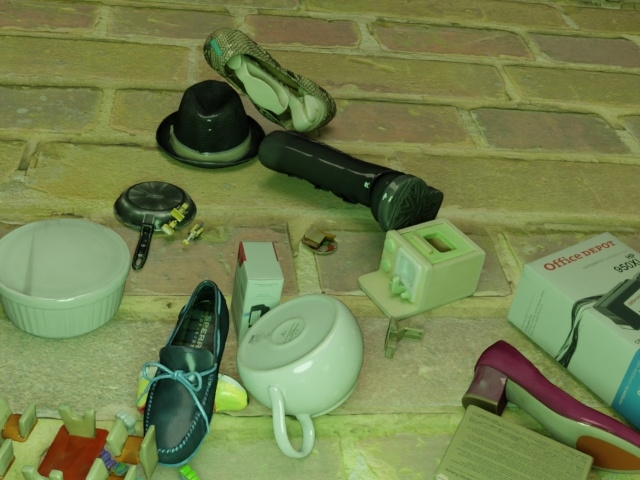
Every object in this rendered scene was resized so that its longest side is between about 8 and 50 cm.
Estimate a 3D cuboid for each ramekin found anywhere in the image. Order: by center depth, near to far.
[{"bbox_3d":[-0.519,0.081,1.700,0.273,0.127,0.273,6,36,-4],"label":"ramekin"}]

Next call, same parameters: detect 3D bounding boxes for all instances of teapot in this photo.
[{"bbox_3d":[-0.020,0.237,1.552,0.256,0.187,0.252,-34,27,-12],"label":"teapot"}]

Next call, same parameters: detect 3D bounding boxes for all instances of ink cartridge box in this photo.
[{"bbox_3d":[0.325,0.411,1.449,0.234,0.088,0.193,22,39,17],"label":"ink cartridge box"},{"bbox_3d":[-0.130,0.107,1.703,0.072,0.175,0.127,0,37,-16],"label":"ink cartridge box"},{"bbox_3d":[0.636,0.177,1.768,0.285,0.166,0.395,-17,42,-32],"label":"ink cartridge box"}]

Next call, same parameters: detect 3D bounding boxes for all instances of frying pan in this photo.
[{"bbox_3d":[-0.420,-0.057,1.984,0.197,0.053,0.326,19,34,15],"label":"frying pan"}]

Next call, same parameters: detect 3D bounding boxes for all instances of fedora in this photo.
[{"bbox_3d":[-0.292,-0.334,2.298,0.334,0.152,0.334,6,36,-4],"label":"fedora"}]

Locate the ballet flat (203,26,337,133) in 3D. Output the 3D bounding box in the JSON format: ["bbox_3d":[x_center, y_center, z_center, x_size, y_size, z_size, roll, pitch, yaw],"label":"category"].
[{"bbox_3d":[-0.114,-0.386,2.271,0.483,0.164,0.182,30,25,-42],"label":"ballet flat"}]

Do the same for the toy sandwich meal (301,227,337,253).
[{"bbox_3d":[0.000,0.000,2.000,0.085,0.029,0.085,6,36,-4],"label":"toy sandwich meal"}]

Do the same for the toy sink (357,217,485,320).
[{"bbox_3d":[0.221,0.056,1.880,0.234,0.131,0.153,-15,41,-28],"label":"toy sink"}]

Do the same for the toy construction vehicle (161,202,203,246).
[{"bbox_3d":[-0.313,-0.038,1.952,0.086,0.035,0.098,42,42,-3],"label":"toy construction vehicle"}]

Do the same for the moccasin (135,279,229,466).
[{"bbox_3d":[-0.241,0.214,1.458,0.137,0.117,0.342,3,48,2],"label":"moccasin"}]

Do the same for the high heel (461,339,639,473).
[{"bbox_3d":[0.466,0.298,1.592,0.377,0.127,0.181,21,48,22],"label":"high heel"}]

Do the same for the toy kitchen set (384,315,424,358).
[{"bbox_3d":[0.174,0.193,1.735,0.075,0.068,0.083,10,36,2],"label":"toy kitchen set"}]

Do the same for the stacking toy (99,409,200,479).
[{"bbox_3d":[-0.323,0.390,1.384,0.221,0.052,0.167,32,43,26],"label":"stacking toy"}]

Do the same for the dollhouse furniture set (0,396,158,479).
[{"bbox_3d":[-0.404,0.382,1.278,0.262,0.135,0.259,8,40,9],"label":"dollhouse furniture set"}]

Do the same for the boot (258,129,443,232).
[{"bbox_3d":[0.043,-0.165,2.058,0.445,0.146,0.367,28,6,21],"label":"boot"}]

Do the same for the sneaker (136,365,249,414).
[{"bbox_3d":[-0.233,0.290,1.522,0.208,0.081,0.094,5,44,4],"label":"sneaker"}]
